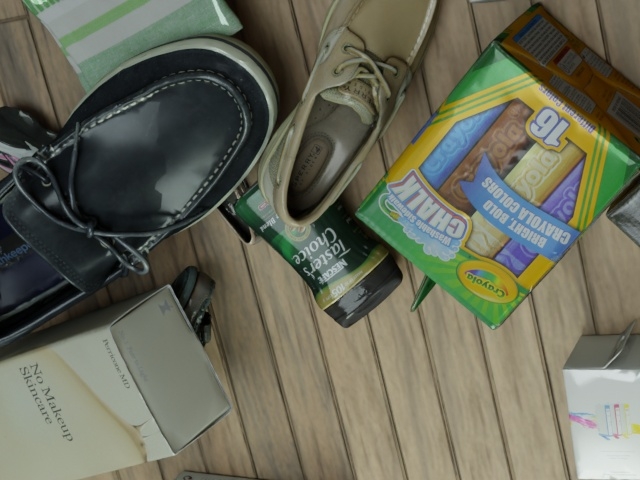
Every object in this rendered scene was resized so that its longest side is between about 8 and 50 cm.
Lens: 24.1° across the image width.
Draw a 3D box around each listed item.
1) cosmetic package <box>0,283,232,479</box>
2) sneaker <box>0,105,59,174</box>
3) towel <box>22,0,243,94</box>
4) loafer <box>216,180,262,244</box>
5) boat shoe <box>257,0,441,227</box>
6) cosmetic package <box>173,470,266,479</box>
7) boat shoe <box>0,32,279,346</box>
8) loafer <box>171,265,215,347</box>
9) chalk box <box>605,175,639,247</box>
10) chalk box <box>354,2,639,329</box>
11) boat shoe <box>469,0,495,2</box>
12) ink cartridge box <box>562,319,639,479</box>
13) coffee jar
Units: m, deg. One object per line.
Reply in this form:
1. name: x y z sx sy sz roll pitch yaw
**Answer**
1. cosmetic package: -0.266 0.172 1.654 0.309 0.113 0.160 -21 100 40
2. sneaker: -0.301 -0.083 1.693 0.178 0.072 0.077 32 142 5
3. towel: -0.254 -0.305 1.536 0.248 0.038 0.325 -21 110 44
4. loafer: -0.102 -0.049 1.633 0.045 0.039 0.125 -37 95 30
5. boat shoe: 0.036 -0.150 1.465 0.109 0.098 0.302 27 101 -17
6. cosmetic package: -0.070 0.349 1.756 0.231 0.085 0.117 2 112 22
7. boat shoe: -0.245 -0.031 1.562 0.500 0.156 0.187 -32 112 22
8. loafer: -0.169 0.137 1.718 0.084 0.096 0.267 24 126 -12
9. chalk box: 0.396 -0.013 1.404 0.213 0.132 0.132 43 118 -1
10. chalk box: 0.167 -0.052 1.448 0.179 0.180 0.289 41 118 2
11. boat shoe: 0.222 -0.272 1.408 0.184 0.066 0.063 -15 90 28
12. ink cartridge box: 0.305 0.160 1.530 0.090 0.092 0.143 -3 108 23
13. coffee jar: 0.000 0.000 1.586 0.096 0.079 0.184 -41 93 9
